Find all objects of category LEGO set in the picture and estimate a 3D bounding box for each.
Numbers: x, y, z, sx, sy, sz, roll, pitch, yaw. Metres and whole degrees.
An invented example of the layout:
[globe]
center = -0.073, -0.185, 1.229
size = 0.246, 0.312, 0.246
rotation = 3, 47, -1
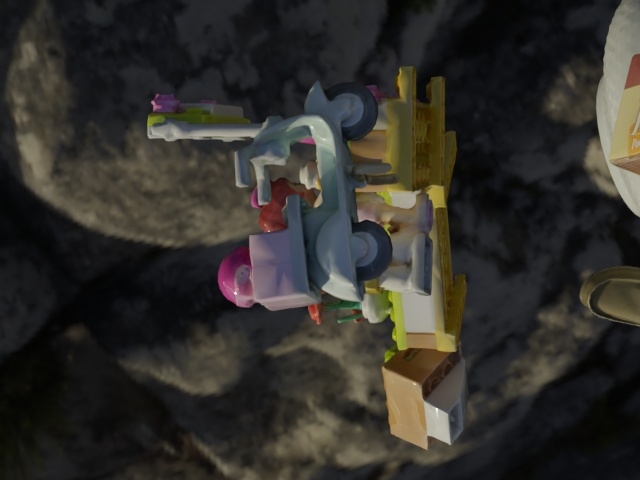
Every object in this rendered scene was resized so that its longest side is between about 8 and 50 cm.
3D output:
[LEGO set]
center = 0.000, 0.000, 0.630
size = 0.107, 0.132, 0.287
rotation = 1, 161, 12

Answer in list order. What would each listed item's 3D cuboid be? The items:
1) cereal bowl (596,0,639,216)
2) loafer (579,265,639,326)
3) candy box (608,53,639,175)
[cereal bowl]
center = 0.378, -0.117, 1.495
size = 0.141, 0.339, 0.339
rotation = -14, 154, 30
[loafer]
center = 0.338, 0.063, 1.482
size = 0.148, 0.050, 0.056
rotation = 6, 112, 2
[candy box]
center = 0.374, -0.048, 0.963
size = 0.316, 0.087, 0.183
rotation = 19, 167, -22
